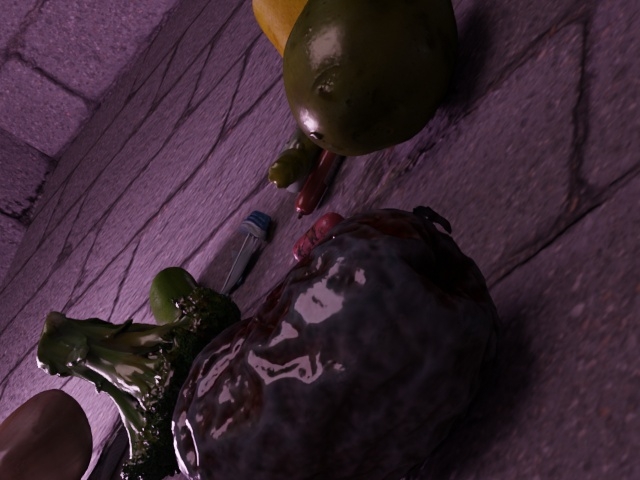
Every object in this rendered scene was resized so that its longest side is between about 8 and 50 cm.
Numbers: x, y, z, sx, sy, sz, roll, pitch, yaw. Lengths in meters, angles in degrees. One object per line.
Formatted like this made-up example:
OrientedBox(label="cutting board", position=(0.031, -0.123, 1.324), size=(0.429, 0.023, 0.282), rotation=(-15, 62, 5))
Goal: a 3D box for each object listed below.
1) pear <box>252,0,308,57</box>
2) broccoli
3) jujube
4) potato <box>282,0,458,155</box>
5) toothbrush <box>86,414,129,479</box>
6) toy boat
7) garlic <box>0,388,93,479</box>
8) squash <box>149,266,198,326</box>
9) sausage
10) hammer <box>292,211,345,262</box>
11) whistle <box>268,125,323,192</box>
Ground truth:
OrientedBox(label="pear", position=(0.043, -0.303, 1.879), size=(0.267, 0.267, 0.178), rotation=(-43, 54, 40))
OrientedBox(label="broccoli", position=(-0.209, 0.161, 1.616), size=(0.269, 0.269, 0.254), rotation=(-19, 49, 63))
OrientedBox(label="jujube", position=(0.015, 0.119, 1.180), size=(0.317, 0.226, 0.226), rotation=(-49, 20, 20))
OrientedBox(label="potato", position=(0.066, -0.232, 1.633), size=(0.216, 0.216, 0.304), rotation=(-45, 11, 36))
OrientedBox(label="toothbrush", position=(-0.310, 0.314, 2.004), size=(0.042, 0.035, 0.413), rotation=(-19, 43, 59))
OrientedBox(label="toy boat", position=(-0.113, 0.018, 1.965), size=(0.105, 0.034, 0.149), rotation=(-33, 30, 58))
OrientedBox(label="garlic", position=(-0.484, 0.349, 1.986), size=(0.340, 0.246, 0.231), rotation=(-22, -35, -33))
OrientedBox(label="squash", position=(-0.216, 0.095, 2.036), size=(0.082, 0.082, 0.292), rotation=(-57, 18, 4))
OrientedBox(label="sausage", position=(0.020, -0.125, 1.854), size=(0.223, 0.029, 0.029), rotation=(-63, 18, -14))
OrientedBox(label="hammer", position=(0.000, 0.000, 1.689), size=(0.083, 0.043, 0.043), rotation=(-43, 23, 34))
OrientedBox(label="whistle", position=(-0.039, -0.108, 1.849), size=(0.104, 0.057, 0.198), rotation=(-66, -7, 18))
